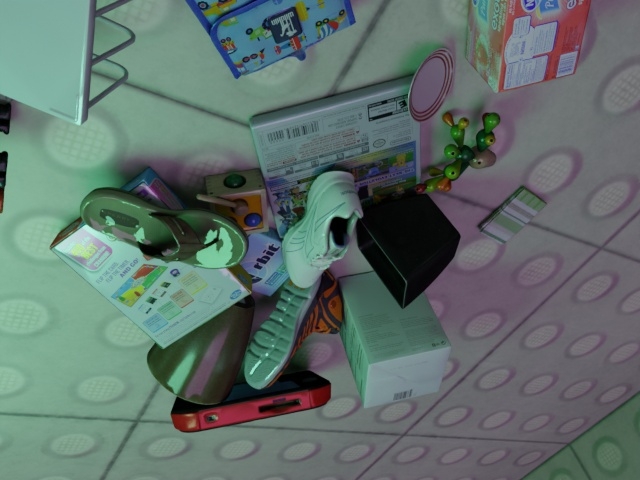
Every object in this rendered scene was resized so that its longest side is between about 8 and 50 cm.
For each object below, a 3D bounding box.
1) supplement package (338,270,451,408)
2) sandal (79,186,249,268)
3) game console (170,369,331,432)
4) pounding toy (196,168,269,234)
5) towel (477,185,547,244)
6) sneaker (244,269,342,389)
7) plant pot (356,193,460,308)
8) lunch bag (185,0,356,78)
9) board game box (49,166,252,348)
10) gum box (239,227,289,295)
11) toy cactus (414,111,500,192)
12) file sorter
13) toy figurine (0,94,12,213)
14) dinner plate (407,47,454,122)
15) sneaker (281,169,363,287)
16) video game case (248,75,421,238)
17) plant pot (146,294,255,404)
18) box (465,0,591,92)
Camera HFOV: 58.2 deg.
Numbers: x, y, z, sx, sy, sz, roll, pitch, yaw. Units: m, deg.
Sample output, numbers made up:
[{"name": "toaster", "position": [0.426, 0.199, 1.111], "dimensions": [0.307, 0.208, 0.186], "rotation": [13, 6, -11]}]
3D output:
[{"name": "supplement package", "position": [0.168, 0.234, 1.425], "dimensions": [0.199, 0.263, 0.198], "rotation": [-10, 136, -10]}, {"name": "sandal", "position": [-0.281, -0.005, 1.032], "dimensions": [0.302, 0.086, 0.120], "rotation": [14, 118, -13]}, {"name": "game console", "position": [-0.182, 0.397, 1.479], "dimensions": [0.386, 0.060, 0.342], "rotation": [-7, 179, -12]}, {"name": "pounding toy", "position": [-0.172, -0.072, 1.123], "dimensions": [0.130, 0.100, 0.141], "rotation": [-10, 135, -10]}, {"name": "towel", "position": [0.475, -0.061, 1.427], "dimensions": [0.113, 0.023, 0.152], "rotation": [22, 120, -38]}, {"name": "sneaker", "position": [-0.042, 0.220, 1.362], "dimensions": [0.180, 0.124, 0.321], "rotation": [38, 79, -47]}, {"name": "plant pot", "position": [0.197, 0.008, 1.263], "dimensions": [0.167, 0.188, 0.187], "rotation": [-32, 157, -9]}, {"name": "lunch bag", "position": [-0.084, -0.382, 0.857], "dimensions": [0.221, 0.138, 0.293], "rotation": [-26, 148, 5]}, {"name": "board game box", "position": [-0.326, 0.046, 1.146], "dimensions": [0.242, 0.064, 0.316], "rotation": [-32, 118, 12]}, {"name": "gum box", "position": [-0.143, 0.040, 1.285], "dimensions": [0.184, 0.041, 0.157], "rotation": [24, 121, -35]}, {"name": "toy cactus", "position": [0.302, -0.181, 1.205], "dimensions": [0.180, 0.112, 0.219], "rotation": [-1, 131, -46]}, {"name": "file sorter", "position": [-0.340, -0.332, 0.728], "dimensions": [0.192, 0.173, 0.278], "rotation": [23, 127, -1]}, {"name": "toy figurine", "position": [-0.529, -0.150, 0.822], "dimensions": [0.148, 0.213, 0.209], "rotation": [5, 167, -29]}, {"name": "dinner plate", "position": [0.203, -0.289, 1.072], "dimensions": [0.141, 0.017, 0.141], "rotation": [-31, 138, -33]}, {"name": "sneaker", "position": [0.000, 0.000, 1.183], "dimensions": [0.111, 0.129, 0.297], "rotation": [1, 134, -24]}, {"name": "video game case", "position": [0.045, -0.158, 1.165], "dimensions": [0.328, 0.036, 0.300], "rotation": [-16, 136, -5]}, {"name": "plant pot", "position": [-0.251, 0.214, 1.323], "dimensions": [0.215, 0.215, 0.230], "rotation": [20, 108, -34]}, {"name": "box", "position": [0.339, -0.418, 0.939], "dimensions": [0.154, 0.142, 0.300], "rotation": [-16, 136, -5]}]
